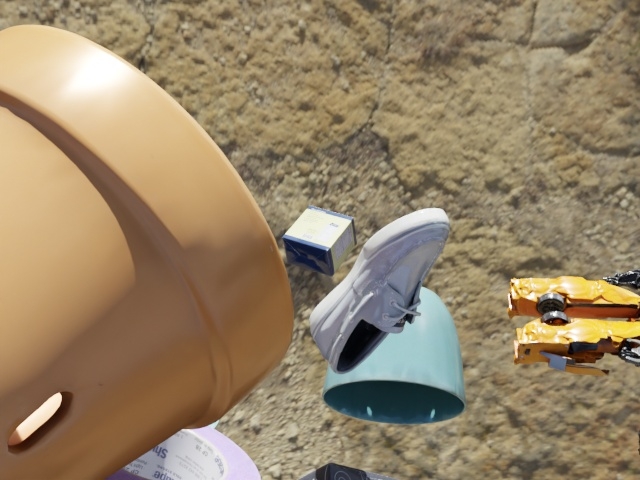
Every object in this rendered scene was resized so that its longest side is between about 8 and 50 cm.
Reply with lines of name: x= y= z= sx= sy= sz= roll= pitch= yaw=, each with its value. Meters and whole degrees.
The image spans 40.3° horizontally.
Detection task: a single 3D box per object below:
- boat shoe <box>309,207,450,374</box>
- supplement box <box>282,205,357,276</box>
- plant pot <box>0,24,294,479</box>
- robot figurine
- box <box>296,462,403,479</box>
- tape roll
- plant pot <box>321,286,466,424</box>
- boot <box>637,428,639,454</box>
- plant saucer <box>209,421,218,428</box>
boat shoe: x=0.068 y=0.060 z=0.887 sx=0.079 sy=0.227 sz=0.081 roll=1 pitch=53 yaw=-36
supplement box: x=0.000 y=0.000 z=1.353 sx=0.083 sy=0.056 sz=0.083 roll=17 pitch=47 yaw=27
plant pot: x=-0.190 y=0.045 z=0.543 sx=0.291 sy=0.291 sz=0.203 roll=42 pitch=55 yaw=2
robot figurine: x=0.448 y=0.132 z=1.375 sx=0.291 sy=0.085 sz=0.211 roll=3 pitch=43 yaw=3
box: x=0.035 y=0.400 z=0.971 sx=0.163 sy=0.142 sz=0.247 roll=23 pitch=47 yaw=-32
tape roll: x=-0.150 y=0.203 z=0.714 sx=0.189 sy=0.189 sz=0.080 roll=21 pitch=97 yaw=-6
plant pot: x=0.159 y=0.230 z=1.822 sx=0.293 sy=0.293 sz=0.235 roll=11 pitch=62 yaw=-9
boot: x=0.671 y=0.383 z=1.587 sx=0.094 sy=0.207 sz=0.246 roll=-44 pitch=128 yaw=-18
plant saucer: x=-0.217 y=0.264 z=1.376 sx=0.119 sy=0.021 sz=0.119 roll=20 pitch=40 yaw=-17
